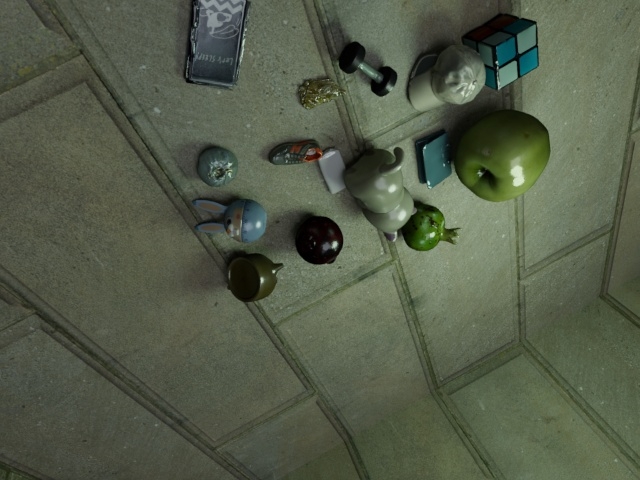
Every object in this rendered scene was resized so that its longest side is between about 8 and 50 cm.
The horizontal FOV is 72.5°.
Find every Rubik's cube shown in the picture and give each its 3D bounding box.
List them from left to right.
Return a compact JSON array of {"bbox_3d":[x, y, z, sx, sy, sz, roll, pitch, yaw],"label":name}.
[{"bbox_3d":[0.635,-0.666,1.539,0.183,0.180,0.167,-33,132,-2],"label":"Rubik's cube"}]

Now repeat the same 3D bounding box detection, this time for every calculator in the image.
[{"bbox_3d":[-0.301,-0.582,1.272,0.165,0.028,0.274,0,126,-28],"label":"calculator"}]

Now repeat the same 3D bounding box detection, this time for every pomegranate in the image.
[{"bbox_3d":[0.470,-0.045,1.886,0.211,0.262,0.211,-53,155,-38],"label":"pomegranate"}]

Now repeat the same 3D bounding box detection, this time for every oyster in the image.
[{"bbox_3d":[-0.004,-0.491,1.473,0.145,0.045,0.122,17,130,-33],"label":"oyster"}]

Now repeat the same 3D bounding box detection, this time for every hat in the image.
[{"bbox_3d":[0.442,-0.550,1.540,0.274,0.161,0.232,-23,136,35],"label":"hat"}]

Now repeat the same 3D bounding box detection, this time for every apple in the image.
[{"bbox_3d":[0.713,-0.340,1.714,0.356,0.357,0.358,-12,128,-16],"label":"apple"}]

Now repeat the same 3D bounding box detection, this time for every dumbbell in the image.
[{"bbox_3d":[0.158,-0.565,1.446,0.191,0.100,0.100,22,113,-35],"label":"dumbbell"}]

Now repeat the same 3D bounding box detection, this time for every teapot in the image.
[{"bbox_3d":[-0.259,0.146,1.741,0.267,0.186,0.175,-25,171,33],"label":"teapot"}]

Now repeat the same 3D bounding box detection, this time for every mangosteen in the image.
[{"bbox_3d":[0.000,0.000,1.737,0.209,0.210,0.210,-12,128,-16],"label":"mangosteen"}]

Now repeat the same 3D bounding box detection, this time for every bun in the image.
[{"bbox_3d":[-0.342,-0.241,1.465,0.140,0.083,0.141,-12,125,-18],"label":"bun"}]

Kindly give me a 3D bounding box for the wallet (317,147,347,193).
[{"bbox_3d":[0.052,-0.266,1.661,0.095,0.033,0.190,-28,131,-6],"label":"wallet"}]

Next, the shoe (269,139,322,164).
[{"bbox_3d":[-0.084,-0.302,1.542,0.194,0.077,0.074,-16,130,-14],"label":"shoe"}]

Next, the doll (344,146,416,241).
[{"bbox_3d":[0.235,-0.190,1.693,0.215,0.225,0.370,-54,146,-21],"label":"doll"}]

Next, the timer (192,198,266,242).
[{"bbox_3d":[-0.316,-0.066,1.556,0.255,0.175,0.176,-6,126,-19],"label":"timer"}]

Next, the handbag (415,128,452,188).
[{"bbox_3d":[0.472,-0.332,1.795,0.144,0.057,0.221,-27,131,-9],"label":"handbag"}]
